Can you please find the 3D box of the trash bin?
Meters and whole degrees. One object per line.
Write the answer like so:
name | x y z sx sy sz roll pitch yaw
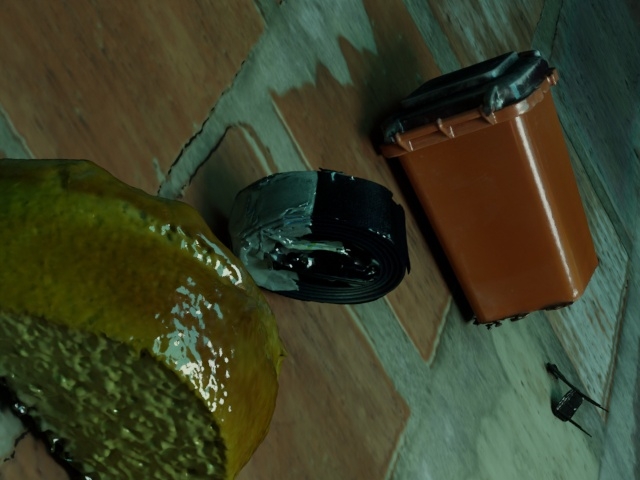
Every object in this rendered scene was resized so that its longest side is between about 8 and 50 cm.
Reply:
trash bin | 0.170 -0.046 1.436 0.239 0.161 0.184 69 25 -9

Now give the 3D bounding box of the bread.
bread | -0.098 0.057 0.853 0.260 0.134 0.129 54 30 -29

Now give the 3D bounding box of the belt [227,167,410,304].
belt | 0.000 0.000 1.102 0.140 0.105 0.058 9 51 -10

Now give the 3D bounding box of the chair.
chair | 0.267 0.173 1.606 0.086 0.042 0.037 43 2 43
